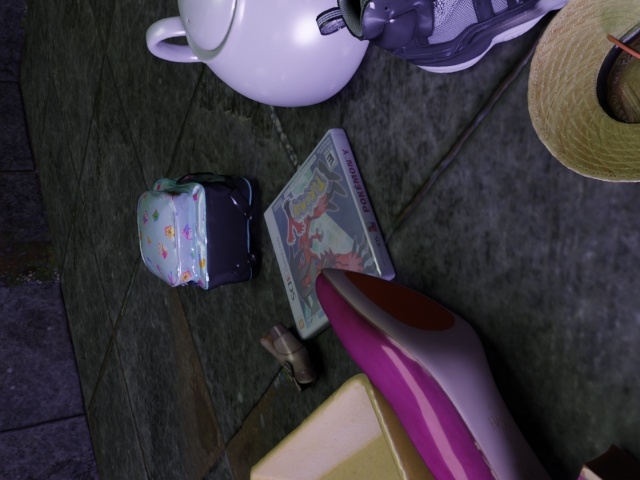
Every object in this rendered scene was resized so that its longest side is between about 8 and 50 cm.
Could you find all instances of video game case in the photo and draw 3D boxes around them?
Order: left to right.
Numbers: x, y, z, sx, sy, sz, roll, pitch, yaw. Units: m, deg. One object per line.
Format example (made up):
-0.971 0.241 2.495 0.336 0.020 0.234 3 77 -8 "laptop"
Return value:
0.000 0.000 0.781 0.201 0.023 0.183 -45 56 51 "video game case"

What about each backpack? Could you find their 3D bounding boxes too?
-0.190 -0.017 0.979 0.188 0.144 0.165 19 115 60 "backpack"

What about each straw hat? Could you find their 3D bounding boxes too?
0.205 -0.099 0.398 0.144 0.061 0.144 -9 78 44 "straw hat"

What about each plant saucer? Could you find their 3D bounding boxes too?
0.058 0.342 0.676 0.332 0.081 0.333 -53 50 46 "plant saucer"

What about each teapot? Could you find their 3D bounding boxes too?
-0.075 -0.264 0.714 0.252 0.187 0.256 54 137 41 "teapot"

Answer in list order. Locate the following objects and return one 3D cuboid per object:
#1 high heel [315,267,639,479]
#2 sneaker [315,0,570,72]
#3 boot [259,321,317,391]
0.092 0.173 0.543 0.377 0.127 0.181 41 117 45 "high heel"
0.104 -0.203 0.460 0.268 0.153 0.101 -29 69 56 "sneaker"
-0.040 0.153 0.850 0.087 0.042 0.118 58 166 11 "boot"
